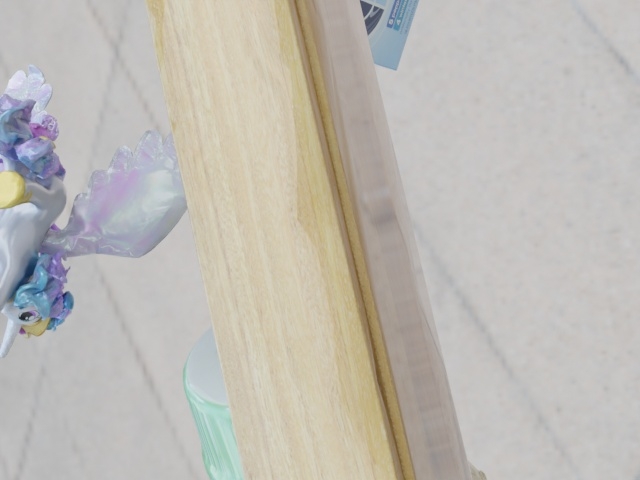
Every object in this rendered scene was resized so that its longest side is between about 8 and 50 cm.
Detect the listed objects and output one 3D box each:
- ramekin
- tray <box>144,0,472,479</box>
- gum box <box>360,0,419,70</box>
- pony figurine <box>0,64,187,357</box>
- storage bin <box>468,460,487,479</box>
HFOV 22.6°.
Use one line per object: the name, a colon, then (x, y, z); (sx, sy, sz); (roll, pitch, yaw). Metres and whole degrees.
ramekin: (-0.033, 0.190, 2.094); (0.303, 0.303, 0.148); (34, 150, 55)
tray: (0.000, 0.000, 0.792); (0.203, 0.076, 0.411); (30, -133, -74)
gum box: (0.028, -0.231, 1.305); (0.041, 0.184, 0.157); (21, 96, 31)
pony figurine: (-0.350, -0.041, 1.928); (0.351, 0.303, 0.363); (-64, -15, -9)
storage bin: (0.106, 0.313, 2.204); (0.123, 0.262, 0.260); (-45, 10, 8)
